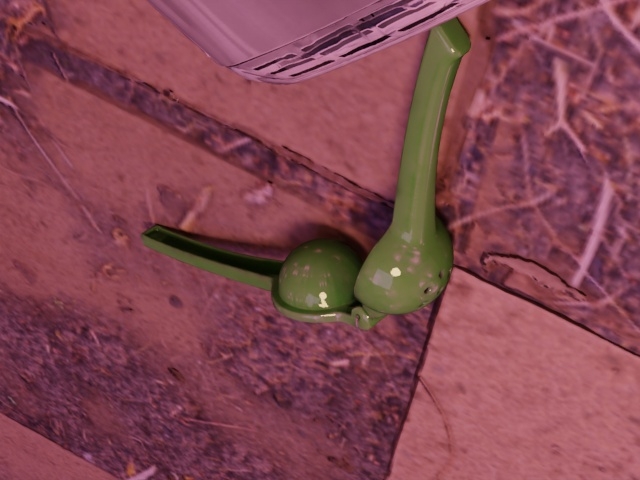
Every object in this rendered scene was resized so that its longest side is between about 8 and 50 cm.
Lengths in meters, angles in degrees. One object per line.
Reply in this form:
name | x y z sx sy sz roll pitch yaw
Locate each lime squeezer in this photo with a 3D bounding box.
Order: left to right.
lime squeezer | 0.000 0.000 0.689 0.110 0.059 0.310 43 147 -13

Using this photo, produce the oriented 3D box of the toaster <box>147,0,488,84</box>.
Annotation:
toaster | 0.002 -0.148 0.435 0.146 0.129 0.227 45 144 -23
